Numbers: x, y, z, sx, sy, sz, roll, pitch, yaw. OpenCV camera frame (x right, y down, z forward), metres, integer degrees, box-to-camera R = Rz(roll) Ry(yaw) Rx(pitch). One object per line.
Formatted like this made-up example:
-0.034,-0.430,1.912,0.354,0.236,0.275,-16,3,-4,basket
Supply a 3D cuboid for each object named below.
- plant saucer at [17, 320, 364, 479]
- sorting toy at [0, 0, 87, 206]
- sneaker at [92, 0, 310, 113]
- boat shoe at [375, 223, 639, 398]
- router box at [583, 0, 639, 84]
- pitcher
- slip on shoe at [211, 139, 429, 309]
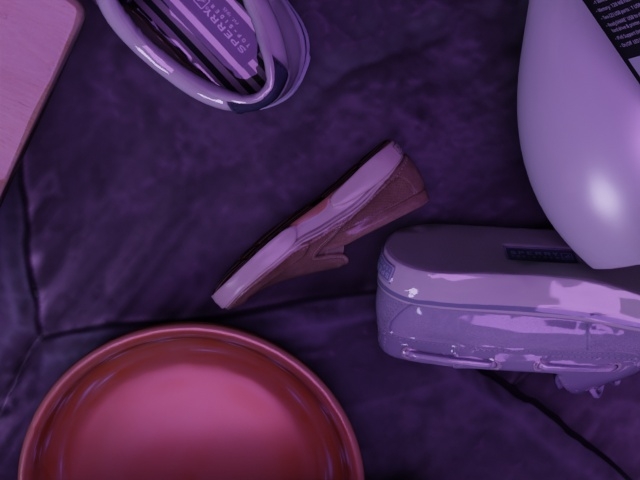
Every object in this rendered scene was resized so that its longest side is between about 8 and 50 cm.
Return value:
-0.074,0.141,0.792,0.200,0.037,0.200,0,103,-1,plant saucer
-0.287,-0.068,0.715,0.257,0.089,0.255,26,100,-6,sorting toy
-0.104,-0.167,0.696,0.258,0.091,0.094,40,98,-9,sneaker
0.141,0.044,0.764,0.227,0.079,0.081,6,120,-3,boat shoe
0.231,-0.217,0.635,0.309,0.081,0.243,-42,102,-21,router box
0.184,-0.100,0.704,0.178,0.125,0.207,-13,92,5,pitcher
0.000,0.000,0.758,0.135,0.051,0.041,-39,98,-1,slip on shoe
